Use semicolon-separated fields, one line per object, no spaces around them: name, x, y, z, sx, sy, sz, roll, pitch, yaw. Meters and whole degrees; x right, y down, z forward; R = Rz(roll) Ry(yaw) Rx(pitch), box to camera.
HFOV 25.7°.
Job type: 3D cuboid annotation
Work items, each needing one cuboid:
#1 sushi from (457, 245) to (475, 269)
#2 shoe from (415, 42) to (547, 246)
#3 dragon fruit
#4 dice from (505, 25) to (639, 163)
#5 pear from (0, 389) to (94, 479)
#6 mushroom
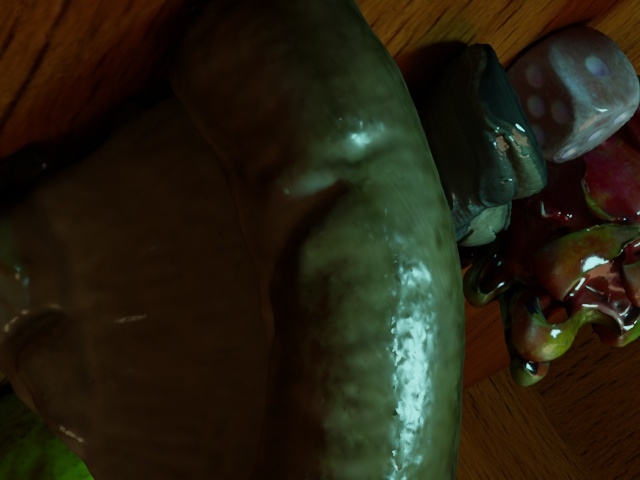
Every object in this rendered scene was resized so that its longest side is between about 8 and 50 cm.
sushi;0.145;-0.013;1.515;0.084;0.094;0.098;-26;169;-29
shoe;0.078;-0.055;1.185;0.171;0.132;0.336;-21;169;-6
dragon fruit;0.266;-0.019;1.384;0.243;0.227;0.307;-43;-169;31
dice;0.224;-0.131;1.267;0.093;0.094;0.091;-21;164;-35
pear;-0.185;0.284;1.298;0.391;0.391;0.391;-30;167;-8
mushroom;-0.008;0.079;0.853;0.313;0.397;0.224;-37;168;8
